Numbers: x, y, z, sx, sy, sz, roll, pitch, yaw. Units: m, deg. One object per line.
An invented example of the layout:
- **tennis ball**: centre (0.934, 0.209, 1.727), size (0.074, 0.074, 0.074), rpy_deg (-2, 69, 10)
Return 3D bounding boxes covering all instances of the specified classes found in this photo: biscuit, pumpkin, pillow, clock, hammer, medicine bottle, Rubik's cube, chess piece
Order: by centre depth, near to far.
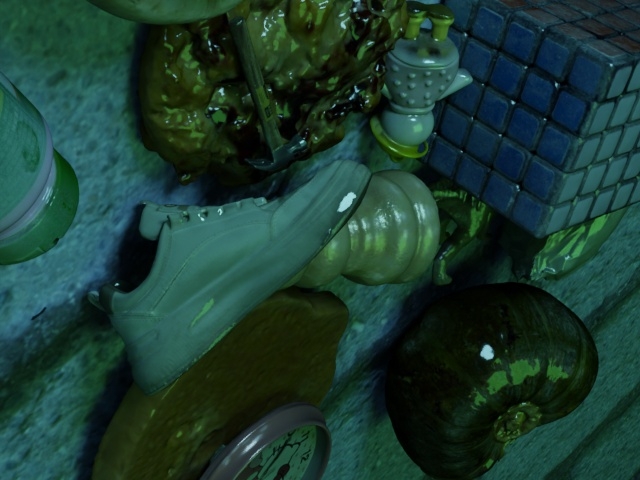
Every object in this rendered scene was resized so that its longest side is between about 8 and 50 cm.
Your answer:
- **medicine bottle**: centre (-0.286, -0.083, 0.908), size (0.133, 0.133, 0.274), rpy_deg (-48, 148, -9)
- **hammer**: centre (-0.058, -0.132, 1.141), size (0.062, 0.017, 0.182), rpy_deg (-37, 141, -17)
- **biscuit**: centre (-0.032, -0.178, 1.206), size (0.334, 0.081, 0.289), rpy_deg (-24, 138, -36)
- **chess piece**: centre (0.000, 0.000, 1.383), size (0.261, 0.143, 0.143), rpy_deg (-11, 130, -42)
- **Rubik's cube**: centre (0.272, -0.172, 1.465), size (0.238, 0.237, 0.237), rpy_deg (-18, 136, -43)
- **biscuit**: centre (-0.122, 0.207, 1.479), size (0.365, 0.062, 0.385), rpy_deg (2, 121, -56)
- **clock**: centre (-0.082, 0.300, 1.523), size (0.244, 0.056, 0.244), rpy_deg (-35, 145, -29)
- **pillow**: centre (0.365, -0.068, 1.752), size (0.310, 0.138, 0.283), rpy_deg (-58, 173, 6)
- **pumpkin**: centre (0.219, 0.167, 1.784), size (0.325, 0.242, 0.232), rpy_deg (-37, 126, -1)

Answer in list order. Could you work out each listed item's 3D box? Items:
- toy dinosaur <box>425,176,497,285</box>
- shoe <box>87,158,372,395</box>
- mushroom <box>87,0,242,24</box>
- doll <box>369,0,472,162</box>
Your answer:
- **toy dinosaur**: centre (0.203, -0.061, 1.644), size (0.294, 0.077, 0.162), rpy_deg (-40, 145, -48)
- **shoe**: centre (-0.104, 0.001, 1.216), size (0.316, 0.159, 0.124), rpy_deg (-45, 180, 6)
- **mushroom**: centre (-0.105, -0.273, 0.920), size (0.255, 0.184, 0.255), rpy_deg (-35, 157, -17)
- **doll**: centre (0.104, -0.170, 1.388), size (0.129, 0.081, 0.207), rpy_deg (1, 131, -11)
